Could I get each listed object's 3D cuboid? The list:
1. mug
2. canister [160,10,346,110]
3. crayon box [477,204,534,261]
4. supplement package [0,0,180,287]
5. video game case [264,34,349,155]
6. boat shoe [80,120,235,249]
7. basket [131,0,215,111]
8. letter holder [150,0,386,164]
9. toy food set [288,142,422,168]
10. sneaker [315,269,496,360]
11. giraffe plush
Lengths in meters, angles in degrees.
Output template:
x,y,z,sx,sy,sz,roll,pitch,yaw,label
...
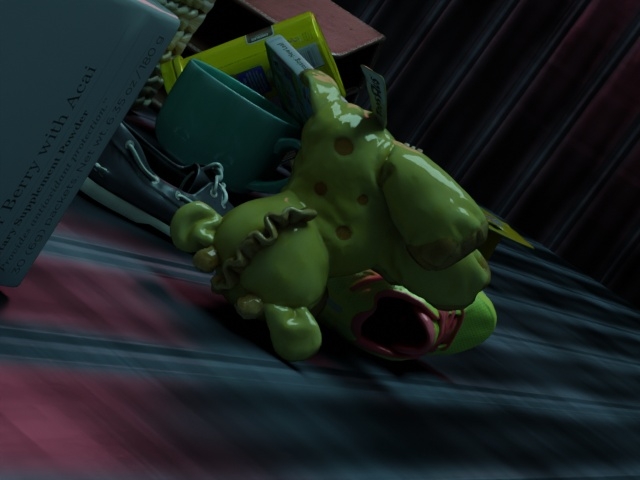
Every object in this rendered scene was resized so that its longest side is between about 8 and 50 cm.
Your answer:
x,y,z,sx,sy,sz,roll,pitch,yaw,label
-0.093,-0.100,1.496,0.129,0.097,0.158,27,10,-32,mug
-0.069,-0.167,1.622,0.126,0.170,0.073,61,10,-60,canister
0.116,-0.060,2.078,0.318,0.081,0.202,37,10,35,crayon box
-0.239,-0.105,0.712,0.175,0.177,0.293,37,10,25,supplement package
0.011,-0.077,1.523,0.193,0.023,0.212,51,-19,51,video game case
-0.098,-0.032,1.192,0.206,0.065,0.075,27,10,-32,boat shoe
-0.287,-0.330,1.550,0.328,0.266,0.331,34,9,15,basket
-0.117,-0.238,1.820,0.302,0.152,0.214,36,33,18,letter holder
0.021,-0.111,1.984,0.192,0.132,0.038,28,-33,16,toy food set
0.072,0.066,1.224,0.208,0.081,0.094,10,21,-39,sneaker
0.000,0.000,1.076,0.181,0.170,0.210,34,-20,42,giraffe plush
